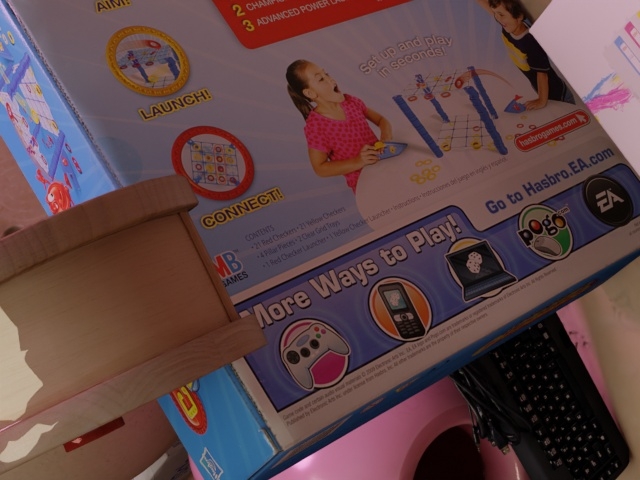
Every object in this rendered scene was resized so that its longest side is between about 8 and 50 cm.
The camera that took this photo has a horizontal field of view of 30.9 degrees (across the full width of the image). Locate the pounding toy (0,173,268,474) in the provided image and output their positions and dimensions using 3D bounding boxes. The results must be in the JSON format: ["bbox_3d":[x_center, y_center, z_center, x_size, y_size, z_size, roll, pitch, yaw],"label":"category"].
[{"bbox_3d":[-0.127,0.013,0.479,0.155,0.154,0.269,64,164,3],"label":"pounding toy"}]

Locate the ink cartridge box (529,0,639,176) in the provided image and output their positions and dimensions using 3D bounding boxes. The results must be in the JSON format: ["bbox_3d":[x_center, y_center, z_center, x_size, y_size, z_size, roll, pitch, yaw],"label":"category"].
[{"bbox_3d":[0.184,-0.102,0.575,0.143,0.092,0.090,57,144,15],"label":"ink cartridge box"}]

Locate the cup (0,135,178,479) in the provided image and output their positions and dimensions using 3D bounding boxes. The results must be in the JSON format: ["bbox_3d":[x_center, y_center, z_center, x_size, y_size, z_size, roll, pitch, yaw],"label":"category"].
[{"bbox_3d":[-0.242,0.023,0.950,0.331,0.331,0.237,50,151,21],"label":"cup"}]

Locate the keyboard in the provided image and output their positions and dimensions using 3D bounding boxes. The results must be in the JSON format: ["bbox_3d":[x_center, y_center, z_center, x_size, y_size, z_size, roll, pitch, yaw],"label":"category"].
[{"bbox_3d":[0.127,0.085,0.719,0.192,0.100,0.038,59,157,-7],"label":"keyboard"}]

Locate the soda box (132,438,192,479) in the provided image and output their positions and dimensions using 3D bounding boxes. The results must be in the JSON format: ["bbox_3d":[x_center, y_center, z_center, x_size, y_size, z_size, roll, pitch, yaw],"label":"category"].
[{"bbox_3d":[-0.187,0.219,1.179,0.091,0.098,0.286,53,139,13],"label":"soda box"}]

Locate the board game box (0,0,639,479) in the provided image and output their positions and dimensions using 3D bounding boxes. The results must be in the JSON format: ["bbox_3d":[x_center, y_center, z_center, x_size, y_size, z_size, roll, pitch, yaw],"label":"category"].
[{"bbox_3d":[0.000,-0.062,0.648,0.302,0.308,0.086,57,144,13],"label":"board game box"}]

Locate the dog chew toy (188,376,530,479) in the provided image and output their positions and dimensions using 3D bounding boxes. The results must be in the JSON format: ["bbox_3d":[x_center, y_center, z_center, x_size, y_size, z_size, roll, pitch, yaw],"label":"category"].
[{"bbox_3d":[0.007,0.163,0.862,0.331,0.206,0.207,-5,105,59],"label":"dog chew toy"}]
